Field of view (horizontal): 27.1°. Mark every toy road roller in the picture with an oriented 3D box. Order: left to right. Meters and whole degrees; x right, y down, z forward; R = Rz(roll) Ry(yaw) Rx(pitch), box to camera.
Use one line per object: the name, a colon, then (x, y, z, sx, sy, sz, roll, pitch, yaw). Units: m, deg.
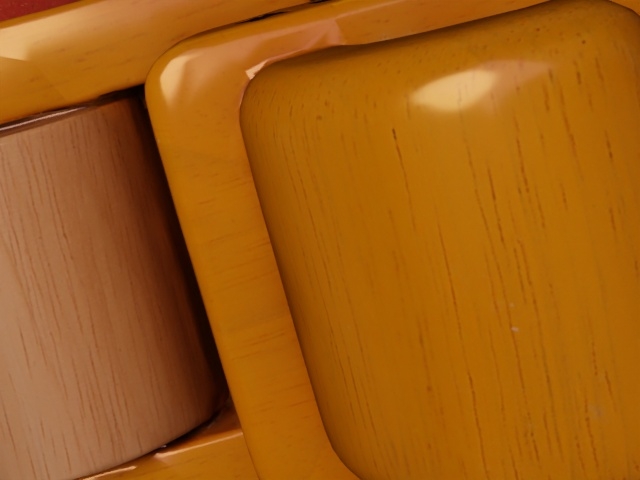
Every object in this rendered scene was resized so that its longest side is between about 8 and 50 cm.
toy road roller: (0.000, 0.000, 0.459, 0.329, 0.240, 0.203, -15, 101, 0)

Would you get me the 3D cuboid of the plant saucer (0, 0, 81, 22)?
plant saucer: (-0.222, -0.164, 0.669, 0.259, 0.047, 0.258, 53, 139, 16)
